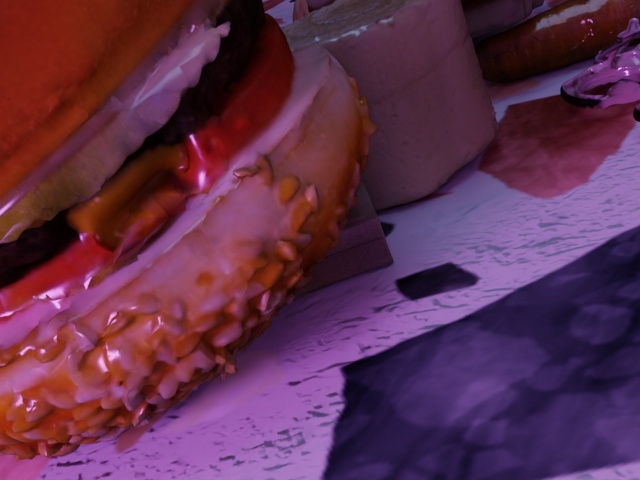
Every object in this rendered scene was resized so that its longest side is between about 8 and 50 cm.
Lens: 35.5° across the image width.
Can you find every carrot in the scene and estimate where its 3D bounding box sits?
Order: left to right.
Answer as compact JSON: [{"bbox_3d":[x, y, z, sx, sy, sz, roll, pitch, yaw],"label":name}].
[{"bbox_3d":[0.222,-0.184,0.876,0.186,0.060,0.060,-16,22,13],"label":"carrot"}]

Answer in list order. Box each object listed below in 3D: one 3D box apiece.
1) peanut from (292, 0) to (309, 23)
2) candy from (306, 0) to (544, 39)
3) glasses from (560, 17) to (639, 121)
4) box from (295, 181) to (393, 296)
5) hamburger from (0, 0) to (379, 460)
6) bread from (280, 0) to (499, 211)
[{"bbox_3d":[0.026,-0.256,1.150,0.137,0.122,0.253,-36,15,12],"label":"peanut"},{"bbox_3d":[0.135,-0.265,0.976,0.179,0.135,0.320,-21,10,34],"label":"candy"},{"bbox_3d":[0.268,-0.151,0.712,0.162,0.095,0.255,-16,22,-9],"label":"glasses"},{"bbox_3d":[0.000,0.000,0.665,0.083,0.035,0.079,-20,22,4],"label":"box"},{"bbox_3d":[-0.144,-0.046,0.576,0.330,0.250,0.330,-32,29,20],"label":"hamburger"},{"bbox_3d":[0.049,-0.109,0.742,0.148,0.141,0.134,-29,26,-17],"label":"bread"}]
